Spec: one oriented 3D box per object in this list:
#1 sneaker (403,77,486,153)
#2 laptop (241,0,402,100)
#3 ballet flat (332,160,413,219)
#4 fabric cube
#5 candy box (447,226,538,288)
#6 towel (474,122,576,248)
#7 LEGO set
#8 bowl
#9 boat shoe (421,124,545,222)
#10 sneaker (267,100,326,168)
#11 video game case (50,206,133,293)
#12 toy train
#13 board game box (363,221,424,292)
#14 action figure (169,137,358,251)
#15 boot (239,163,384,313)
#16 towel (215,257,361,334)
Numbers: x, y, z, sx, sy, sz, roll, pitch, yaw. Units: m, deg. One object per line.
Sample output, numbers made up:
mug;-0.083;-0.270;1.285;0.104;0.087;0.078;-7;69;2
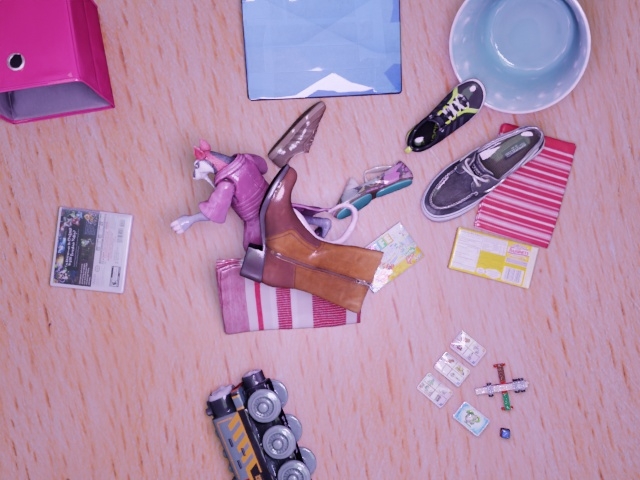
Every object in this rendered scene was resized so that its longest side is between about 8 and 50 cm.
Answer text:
sneaker;0.295;-0.281;1.568;0.084;0.097;0.235;45;110;-4
laptop;0.008;-0.538;1.498;0.382;0.408;0.236;-4;66;-3
ballet flat;0.115;-0.127;1.608;0.222;0.077;0.079;-27;71;-8
fabric cube;-0.631;-0.426;1.480;0.254;0.259;0.258;-9;88;-2
candy box;0.422;0.043;1.633;0.206;0.027;0.105;15;85;-3
towel;0.503;-0.137;1.641;0.199;0.031;0.274;16;88;-2
LEGO set;0.385;0.364;1.623;0.244;0.060;0.182;38;90;8
bowl;0.472;-0.467;1.547;0.312;0.163;0.311;14;124;22
boat shoe;0.375;-0.170;1.570;0.335;0.119;0.121;-38;77;7
sneaker;-0.043;-0.251;1.610;0.071;0.066;0.188;43;92;-18
video game case;-0.544;0.023;1.589;0.173;0.022;0.190;7;89;-3
toy train;-0.138;0.472;1.545;0.190;0.142;0.333;-23;89;6
board game box;0.160;0.042;1.621;0.154;0.026;0.103;-37;90;-3
action figure;-0.146;-0.079;1.473;0.370;0.276;0.248;48;54;-29
boot;0.000;0.000;1.390;0.281;0.096;0.264;17;97;-7
towel;-0.067;0.128;1.531;0.329;0.037;0.237;-3;133;-3
